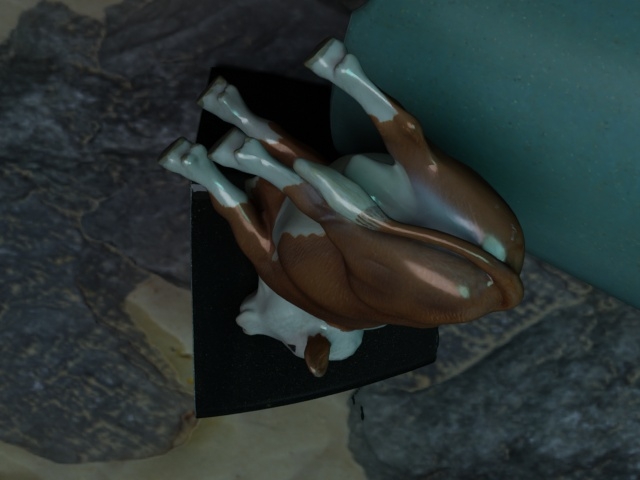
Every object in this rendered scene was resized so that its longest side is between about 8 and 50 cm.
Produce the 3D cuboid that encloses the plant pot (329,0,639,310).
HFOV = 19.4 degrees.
[{"bbox_3d":[0.205,-0.105,1.114,0.334,0.341,0.341,22,120,10],"label":"plant pot"}]

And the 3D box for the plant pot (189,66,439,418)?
[{"bbox_3d":[0.000,0.000,1.296,0.167,0.188,0.187,1,117,2],"label":"plant pot"}]

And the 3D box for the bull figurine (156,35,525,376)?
[{"bbox_3d":[0.005,-0.009,1.073,0.188,0.101,0.310,43,159,-15],"label":"bull figurine"}]
